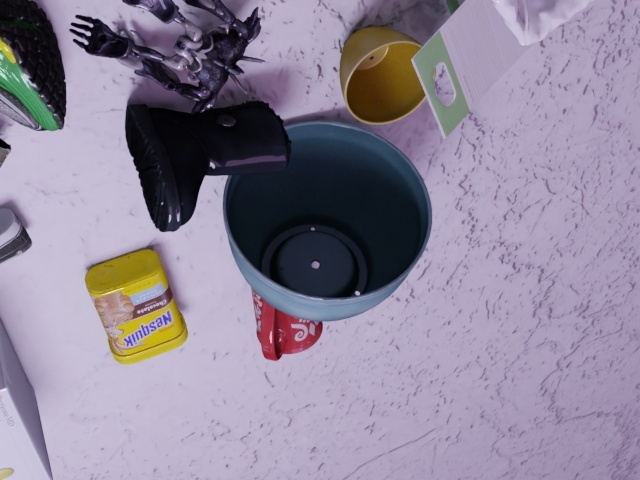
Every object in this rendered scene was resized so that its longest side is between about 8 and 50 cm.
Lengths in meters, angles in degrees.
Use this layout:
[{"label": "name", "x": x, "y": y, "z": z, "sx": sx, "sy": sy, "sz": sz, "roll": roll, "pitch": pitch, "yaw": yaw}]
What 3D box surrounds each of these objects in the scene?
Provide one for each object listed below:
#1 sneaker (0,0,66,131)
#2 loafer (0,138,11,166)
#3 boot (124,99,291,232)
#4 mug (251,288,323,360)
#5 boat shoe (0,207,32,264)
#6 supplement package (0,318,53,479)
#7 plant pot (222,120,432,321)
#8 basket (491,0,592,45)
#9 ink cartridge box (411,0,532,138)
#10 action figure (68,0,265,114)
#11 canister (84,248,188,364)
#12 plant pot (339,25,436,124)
[{"label": "sneaker", "x": -0.402, "y": -0.222, "z": 1.144, "sx": 0.146, "sy": 0.134, "sz": 0.343, "roll": -15, "pitch": 155, "yaw": 14}, {"label": "loafer", "x": -0.465, "y": -0.160, "z": 1.221, "sx": 0.087, "sy": 0.094, "sz": 0.251, "roll": -39, "pitch": 143, "yaw": -5}, {"label": "boot", "x": -0.133, "y": -0.108, "z": 1.319, "sx": 0.207, "sy": 0.246, "sz": 0.094, "roll": -5, "pitch": 127, "yaw": -20}, {"label": "mug", "x": -0.056, "y": 0.100, "z": 1.636, "sx": 0.113, "sy": 0.150, "sz": 0.169, "roll": -13, "pitch": 132, "yaw": -6}, {"label": "boat shoe", "x": -0.504, "y": 0.036, "z": 1.391, "sx": 0.219, "sy": 0.078, "sz": 0.070, "roll": -26, "pitch": 137, "yaw": -5}, {"label": "supplement package", "x": -0.510, "y": 0.243, "z": 1.496, "sx": 0.145, "sy": 0.204, "sz": 0.262, "roll": -18, "pitch": 137, "yaw": -11}, {"label": "plant pot", "x": 0.000, "y": 0.000, "z": 1.483, "sx": 0.293, "sy": 0.293, "sz": 0.196, "roll": -14, "pitch": 153, "yaw": -15}, {"label": "basket", "x": 0.244, "y": -0.472, "z": 1.134, "sx": 0.328, "sy": 0.266, "sz": 0.331, "roll": -37, "pitch": 138, "yaw": 10}, {"label": "ink cartridge box", "x": 0.208, "y": -0.281, "z": 1.401, "sx": 0.235, "sy": 0.056, "sz": 0.171, "roll": -46, "pitch": 140, "yaw": -11}, {"label": "action figure", "x": -0.175, "y": -0.254, "z": 1.237, "sx": 0.164, "sy": 0.141, "sz": 0.275, "roll": -51, "pitch": 160, "yaw": 13}, {"label": "canister", "x": -0.285, "y": 0.103, "z": 1.573, "sx": 0.126, "sy": 0.073, "sz": 0.170, "roll": -20, "pitch": 136, "yaw": -9}, {"label": "plant pot", "x": 0.080, "y": -0.243, "z": 1.401, "sx": 0.134, "sy": 0.095, "sz": 0.134, "roll": -14, "pitch": 137, "yaw": -14}]
